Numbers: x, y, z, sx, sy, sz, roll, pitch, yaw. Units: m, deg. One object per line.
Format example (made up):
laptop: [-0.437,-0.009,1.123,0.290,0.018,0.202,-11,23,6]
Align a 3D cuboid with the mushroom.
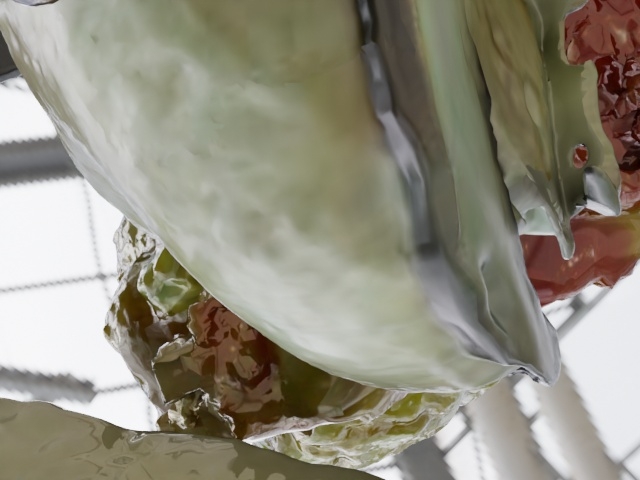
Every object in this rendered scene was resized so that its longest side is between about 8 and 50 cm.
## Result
mushroom: [-0.018,-0.080,0.508,0.189,0.164,0.267,22,-119,-61]

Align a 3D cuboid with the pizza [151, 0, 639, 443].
pizza: [0.072,-0.055,0.791,0.440,0.406,0.130,30,177,-25]

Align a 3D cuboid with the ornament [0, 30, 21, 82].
ornament: [-0.158,-0.133,1.284,0.196,0.166,0.153,56,-160,-48]

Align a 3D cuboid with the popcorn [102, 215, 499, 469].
popcorn: [0.009,-0.004,1.014,0.247,0.282,0.282,15,-138,-28]

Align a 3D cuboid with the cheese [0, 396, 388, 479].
cheese: [-0.070,0.199,0.749,0.318,0.326,0.115,40,-139,-6]

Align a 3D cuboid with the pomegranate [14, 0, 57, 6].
pomegranate: [-0.135,-0.116,0.325,0.210,0.179,0.179,-6,-125,-49]
